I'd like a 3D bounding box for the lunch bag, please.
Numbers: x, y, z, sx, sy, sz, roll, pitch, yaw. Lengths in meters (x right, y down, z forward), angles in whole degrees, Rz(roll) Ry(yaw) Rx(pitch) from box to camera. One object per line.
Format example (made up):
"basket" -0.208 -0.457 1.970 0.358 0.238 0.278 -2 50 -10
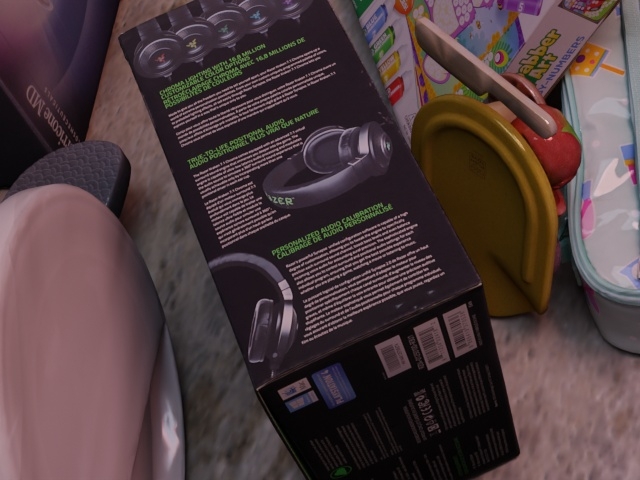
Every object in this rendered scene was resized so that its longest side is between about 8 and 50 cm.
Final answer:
"lunch bag" 0.267 -0.060 0.817 0.224 0.108 0.279 -5 59 12

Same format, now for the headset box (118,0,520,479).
"headset box" 0.000 0.000 0.769 0.131 0.246 0.283 -24 58 -1

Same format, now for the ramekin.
"ramekin" -0.187 0.109 0.742 0.127 0.273 0.273 -10 58 13

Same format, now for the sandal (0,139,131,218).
"sandal" -0.217 0.040 0.924 0.097 0.054 0.254 16 75 27

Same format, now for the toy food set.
"toy food set" 0.125 -0.044 0.794 0.071 0.218 0.128 -32 52 -25

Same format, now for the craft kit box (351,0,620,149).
"craft kit box" 0.113 -0.207 0.877 0.061 0.247 0.250 4 51 -30

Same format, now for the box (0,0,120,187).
"box" -0.292 -0.236 0.959 0.182 0.296 0.294 1 61 14
